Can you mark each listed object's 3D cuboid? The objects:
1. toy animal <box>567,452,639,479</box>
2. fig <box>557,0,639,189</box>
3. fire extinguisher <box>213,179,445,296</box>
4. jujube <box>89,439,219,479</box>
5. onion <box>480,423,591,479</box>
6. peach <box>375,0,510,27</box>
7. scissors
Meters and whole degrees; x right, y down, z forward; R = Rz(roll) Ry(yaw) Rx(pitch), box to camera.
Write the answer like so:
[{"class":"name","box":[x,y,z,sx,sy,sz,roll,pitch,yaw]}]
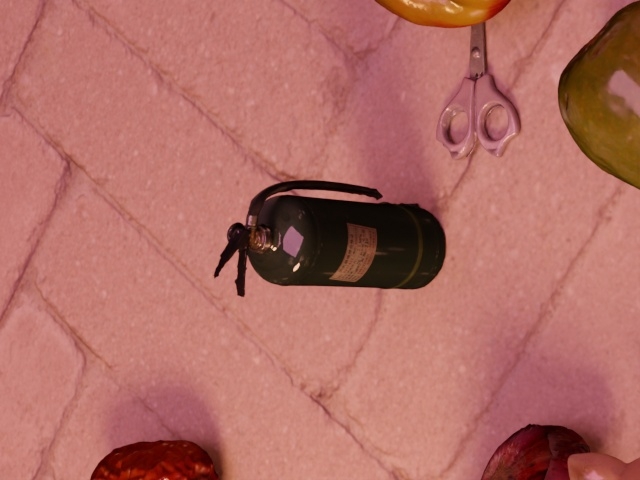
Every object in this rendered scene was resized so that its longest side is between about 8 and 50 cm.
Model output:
[{"class":"toy animal","box":[0.316,0.312,1.755,0.165,0.149,0.248,3,103,34]},{"class":"fig","box":[0.313,-0.113,1.759,0.167,0.167,0.233,-49,52,27]},{"class":"fire extinguisher","box":[0.000,0.000,1.926,0.093,0.294,0.118,11,95,41]},{"class":"jujube","box":[-0.188,0.283,2.202,0.176,0.109,0.112,-8,47,47]},{"class":"onion","box":[0.225,0.260,1.865,0.150,0.140,0.150,-53,14,20]},{"class":"peach","box":[0.123,-0.309,1.917,0.190,0.190,0.192,-10,49,39]},{"class":"scissors","box":[0.160,-0.177,1.983,0.100,0.015,0.189,-3,84,38]}]
